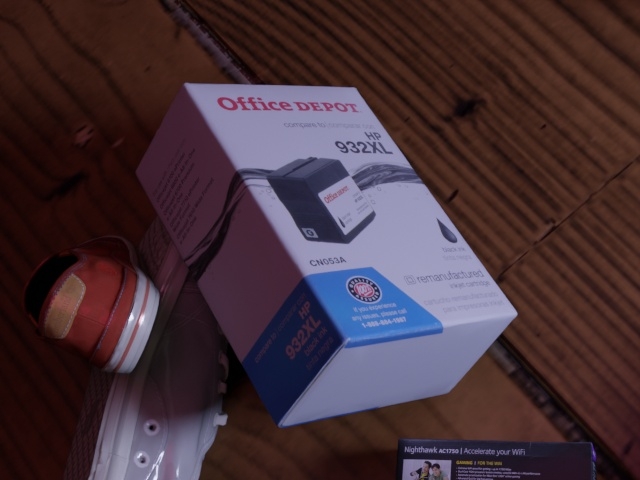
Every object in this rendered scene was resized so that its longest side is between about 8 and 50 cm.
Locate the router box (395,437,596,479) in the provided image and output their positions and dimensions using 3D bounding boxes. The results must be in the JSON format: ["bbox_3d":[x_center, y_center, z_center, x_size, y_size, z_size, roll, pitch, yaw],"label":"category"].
[{"bbox_3d":[0.155,0.248,1.032,0.179,0.046,0.133,-1,66,16],"label":"router box"}]

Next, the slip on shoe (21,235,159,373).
[{"bbox_3d":[-0.235,0.049,1.117,0.101,0.331,0.123,22,90,-18],"label":"slip on shoe"}]

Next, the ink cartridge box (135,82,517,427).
[{"bbox_3d":[0.000,0.000,1.077,0.307,0.223,0.129,57,132,28],"label":"ink cartridge box"}]

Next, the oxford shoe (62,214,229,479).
[{"bbox_3d":[-0.152,0.134,1.141,0.130,0.169,0.449,21,59,-18],"label":"oxford shoe"}]
